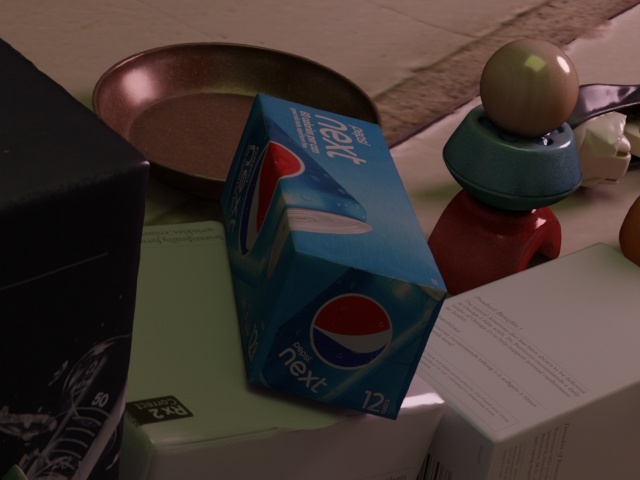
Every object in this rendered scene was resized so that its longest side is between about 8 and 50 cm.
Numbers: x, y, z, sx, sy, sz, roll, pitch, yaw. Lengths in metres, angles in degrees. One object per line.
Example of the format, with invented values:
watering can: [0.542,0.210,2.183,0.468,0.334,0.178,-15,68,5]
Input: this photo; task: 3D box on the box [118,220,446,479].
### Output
box: [-0.076,0.085,0.799,0.181,0.119,0.182,-3,31,-45]

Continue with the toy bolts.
toy bolts: [0.192,-0.038,1.054,0.228,0.158,0.218,21,34,18]

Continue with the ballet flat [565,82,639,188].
ballet flat: [0.209,-0.074,1.202,0.203,0.074,0.074,-12,37,-33]

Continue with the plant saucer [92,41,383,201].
plant saucer: [-0.057,-0.076,1.171,0.198,0.036,0.198,6,31,-4]

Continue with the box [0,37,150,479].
box: [-0.256,0.102,0.584,0.343,0.312,0.179,-20,42,-36]

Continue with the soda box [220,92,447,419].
soda box: [0.000,0.000,0.813,0.071,0.067,0.210,15,20,-13]

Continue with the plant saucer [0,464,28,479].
plant saucer: [-0.032,0.214,0.485,0.044,0.317,0.317,-28,43,-14]

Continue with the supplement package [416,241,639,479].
supplement package: [0.112,0.088,0.886,0.179,0.105,0.105,-17,40,-34]
